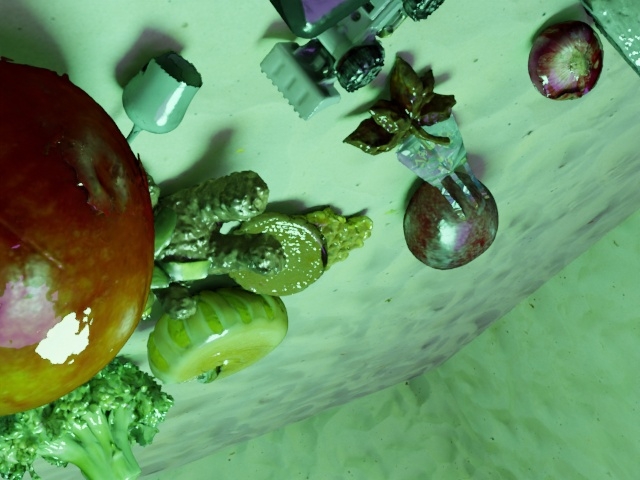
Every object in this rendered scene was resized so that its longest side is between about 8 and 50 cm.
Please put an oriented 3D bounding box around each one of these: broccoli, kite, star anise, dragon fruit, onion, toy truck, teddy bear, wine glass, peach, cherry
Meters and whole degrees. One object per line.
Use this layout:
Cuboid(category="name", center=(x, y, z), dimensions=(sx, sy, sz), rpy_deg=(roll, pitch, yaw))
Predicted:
Cuboid(category="broccoli", center=(-0.511, 0.398, 1.237), dimensions=(0.277, 0.317, 0.338), rpy_deg=(-43, -167, 1))
Cuboid(category="kite", center=(0.263, -0.146, 1.147), dimensions=(0.141, 0.015, 0.245), rpy_deg=(-40, 118, 7))
Cuboid(category="star anise", center=(0.137, -0.213, 0.962), dimensions=(0.213, 0.111, 0.196), rpy_deg=(-27, 148, 10))
Cuboid(category="dragon fruit", center=(0.584, -0.402, 0.940), dimensions=(0.204, 0.221, 0.283), rpy_deg=(-38, 151, 31))
Cuboid(category="onion", center=(0.446, -0.337, 1.061), dimensions=(0.150, 0.140, 0.149), rpy_deg=(-4, 106, -15))
Cuboid(category="toy truck", center=(0.056, -0.284, 0.710), dimensions=(0.286, 0.136, 0.111), rpy_deg=(-41, 173, 26))
Cuboid(category="teddy bear", center=(-0.233, 0.008, 0.853), dimensions=(0.296, 0.246, 0.222), rpy_deg=(-4, -159, 28))
Cuboid(category="wine glass", center=(-0.230, -0.149, 0.715), dimensions=(0.195, 0.079, 0.079), rpy_deg=(-44, 151, 27))
Cuboid(category="peach", center=(-0.339, -0.002, 0.596), dimensions=(0.370, 0.369, 0.370), rpy_deg=(-24, 154, -12))
Cuboid(category="cherry", center=(0.305, -0.050, 1.320), dimensions=(0.230, 0.202, 0.300), rpy_deg=(-28, 141, 2))

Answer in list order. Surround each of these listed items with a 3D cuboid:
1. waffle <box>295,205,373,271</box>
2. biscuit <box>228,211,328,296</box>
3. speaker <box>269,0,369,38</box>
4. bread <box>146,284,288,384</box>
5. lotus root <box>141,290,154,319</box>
Cuboid(category="waffle", center=(0.000, 0.001, 1.259), dimensions=(0.249, 0.056, 0.253), rpy_deg=(-30, 153, 2))
Cuboid(category="biscuit", center=(-0.090, 0.031, 1.146), dimensions=(0.226, 0.042, 0.225), rpy_deg=(-4, 132, -4))
Cuboid(category="speaker", center=(0.078, -0.388, 0.500), dimensions=(0.389, 0.180, 0.184), rpy_deg=(-33, 148, 6))
Cuboid(category="bread", center=(-0.226, 0.201, 1.273), dimensions=(0.333, 0.160, 0.333), rpy_deg=(-25, 156, -12))
Cuboid(category="lotus root", center=(-0.363, 0.100, 1.035), dimensions=(0.109, 0.094, 0.190), rpy_deg=(-7, 164, 7))
